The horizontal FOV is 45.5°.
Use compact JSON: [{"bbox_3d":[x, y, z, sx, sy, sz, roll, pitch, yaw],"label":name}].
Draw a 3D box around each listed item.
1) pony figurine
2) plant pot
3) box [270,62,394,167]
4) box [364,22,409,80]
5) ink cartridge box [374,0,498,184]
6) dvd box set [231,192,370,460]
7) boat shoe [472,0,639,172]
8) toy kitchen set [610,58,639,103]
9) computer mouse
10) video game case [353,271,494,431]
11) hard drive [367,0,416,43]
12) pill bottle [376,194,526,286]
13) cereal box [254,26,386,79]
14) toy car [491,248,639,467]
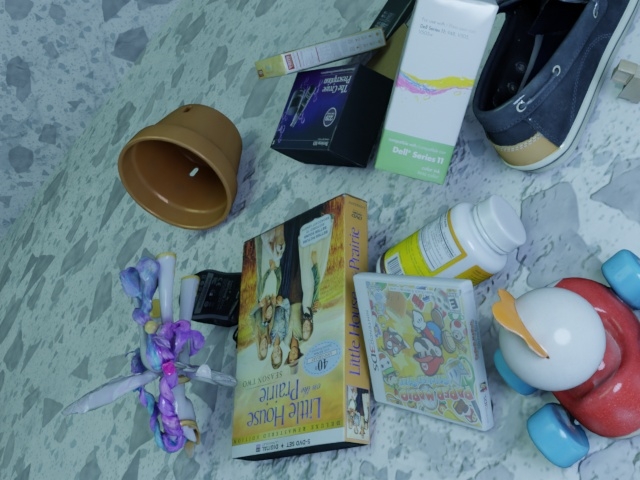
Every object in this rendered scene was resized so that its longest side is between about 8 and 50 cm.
[{"bbox_3d":[-0.293,0.218,1.432,0.302,0.351,0.363,-9,72,3],"label":"pony figurine"},{"bbox_3d":[-0.321,-0.198,1.876,0.291,0.291,0.203,-26,30,41],"label":"plant pot"},{"bbox_3d":[0.019,-0.253,1.570,0.261,0.103,0.184,13,85,60],"label":"box"},{"bbox_3d":[0.132,-0.339,1.586,0.201,0.021,0.164,-44,36,23],"label":"box"},{"bbox_3d":[0.188,-0.292,1.199,0.207,0.119,0.353,-72,-5,-63],"label":"ink cartridge box"},{"bbox_3d":[-0.039,0.159,1.340,0.307,0.062,0.420,-23,57,45],"label":"dvd box set"},{"bbox_3d":[0.364,-0.350,1.168,0.187,0.156,0.500,4,67,56],"label":"boat shoe"},{"bbox_3d":[0.448,-0.237,1.052,0.068,0.083,0.075,82,-152,-75],"label":"toy kitchen set"},{"bbox_3d":[-0.195,0.136,1.629,0.272,0.072,0.188,6,70,42],"label":"computer mouse"},{"bbox_3d":[0.141,0.151,1.093,0.227,0.026,0.206,1,104,53],"label":"video game case"},{"bbox_3d":[0.158,-0.490,1.664,0.135,0.022,0.094,-56,33,8],"label":"hard drive"},{"bbox_3d":[0.195,0.022,1.142,0.215,0.117,0.117,-35,41,33],"label":"pill bottle"},{"bbox_3d":[-0.003,-0.396,1.628,0.240,0.047,0.173,-21,14,-19],"label":"cereal box"},{"bbox_3d":[0.270,0.105,0.870,0.219,0.238,0.210,-44,36,22],"label":"toy car"}]
